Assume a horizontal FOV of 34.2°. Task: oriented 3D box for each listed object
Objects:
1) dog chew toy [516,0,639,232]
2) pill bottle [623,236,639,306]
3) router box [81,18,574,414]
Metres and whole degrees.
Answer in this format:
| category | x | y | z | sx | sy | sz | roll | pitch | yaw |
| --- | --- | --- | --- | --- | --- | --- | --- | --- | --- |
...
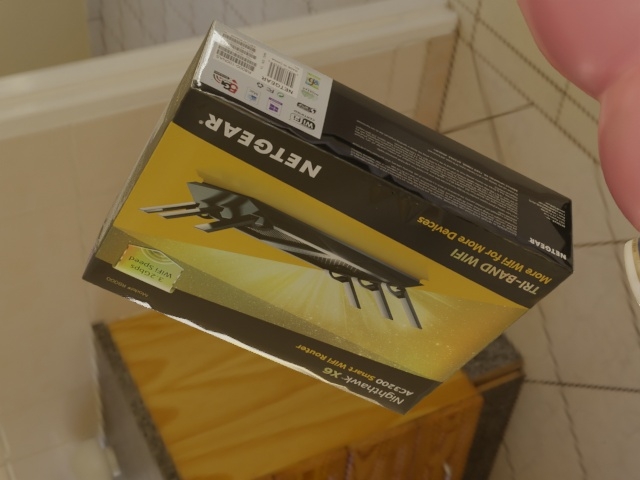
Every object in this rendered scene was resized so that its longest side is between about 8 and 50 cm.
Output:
| category | x | y | z | sx | sy | sz | roll | pitch | yaw |
| --- | --- | --- | --- | --- | --- | --- | --- | --- | --- |
| dog chew toy | 0.218 | -0.077 | 0.504 | 0.206 | 0.207 | 0.331 | 139 | 119 | -65 |
| pill bottle | 0.436 | 0.021 | 1.162 | 0.169 | 0.094 | 0.094 | -20 | 87 | 28 |
| router box | 0.000 | 0.000 | 0.813 | 0.243 | 0.309 | 0.081 | -51 | 20 | 45 |
